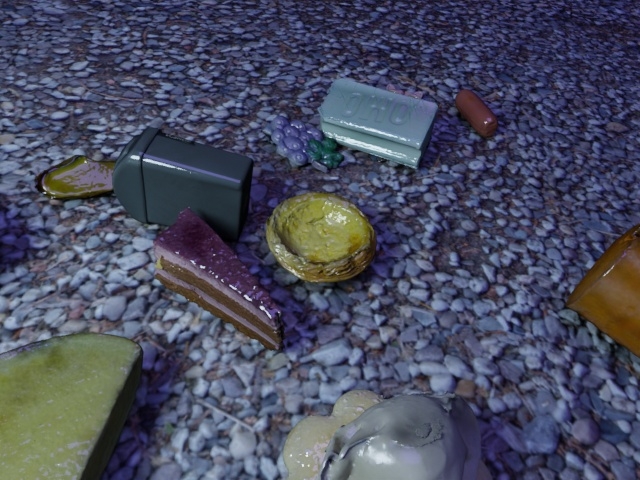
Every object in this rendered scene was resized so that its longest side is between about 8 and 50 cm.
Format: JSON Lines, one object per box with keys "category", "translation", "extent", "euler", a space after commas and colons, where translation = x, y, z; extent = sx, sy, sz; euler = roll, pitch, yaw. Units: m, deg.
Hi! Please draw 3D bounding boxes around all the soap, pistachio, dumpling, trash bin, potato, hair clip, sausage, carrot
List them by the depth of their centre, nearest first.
{"category": "dumpling", "translation": [0.113, 0.282, 0.626], "extent": [0.247, 0.142, 0.172], "euler": [-12, 86, -27]}
{"category": "potato", "translation": [-0.328, 0.240, 0.656], "extent": [0.269, 0.112, 0.255], "euler": [33, 47, 16]}
{"category": "carrot", "translation": [0.583, 0.120, 0.875], "extent": [0.254, 0.196, 0.196], "euler": [43, 55, 18]}
{"category": "trash bin", "translation": [-0.249, -0.099, 0.932], "extent": [0.236, 0.177, 0.101], "euler": [14, 46, -1]}
{"category": "pistachio", "translation": [-0.460, -0.123, 1.001], "extent": [0.173, 0.049, 0.089], "euler": [-12, 76, -22]}
{"category": "hair clip", "translation": [-0.041, -0.210, 1.162], "extent": [0.195, 0.052, 0.124], "euler": [23, 58, 0]}
{"category": "soap", "translation": [0.130, -0.279, 1.194], "extent": [0.261, 0.094, 0.150], "euler": [20, 54, 13]}
{"category": "sausage", "translation": [0.400, -0.331, 1.325], "extent": [0.062, 0.062, 0.154], "euler": [-11, 51, -18]}

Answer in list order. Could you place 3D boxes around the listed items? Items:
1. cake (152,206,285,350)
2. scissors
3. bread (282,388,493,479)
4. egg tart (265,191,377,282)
{"category": "cake", "translation": [-0.168, 0.072, 0.833], "extent": [0.295, 0.116, 0.113], "euler": [38, 57, 26]}
{"category": "scissors", "translation": [0.184, -0.295, 1.283], "extent": [0.160, 0.024, 0.317], "euler": [16, 50, 5]}
{"category": "bread", "translation": [0.088, 0.336, 0.676], "extent": [0.316, 0.054, 0.316], "euler": [3, 49, -4]}
{"category": "egg tart", "translation": [-0.001, 0.002, 0.939], "extent": [0.212, 0.090, 0.212], "euler": [6, 46, -6]}
